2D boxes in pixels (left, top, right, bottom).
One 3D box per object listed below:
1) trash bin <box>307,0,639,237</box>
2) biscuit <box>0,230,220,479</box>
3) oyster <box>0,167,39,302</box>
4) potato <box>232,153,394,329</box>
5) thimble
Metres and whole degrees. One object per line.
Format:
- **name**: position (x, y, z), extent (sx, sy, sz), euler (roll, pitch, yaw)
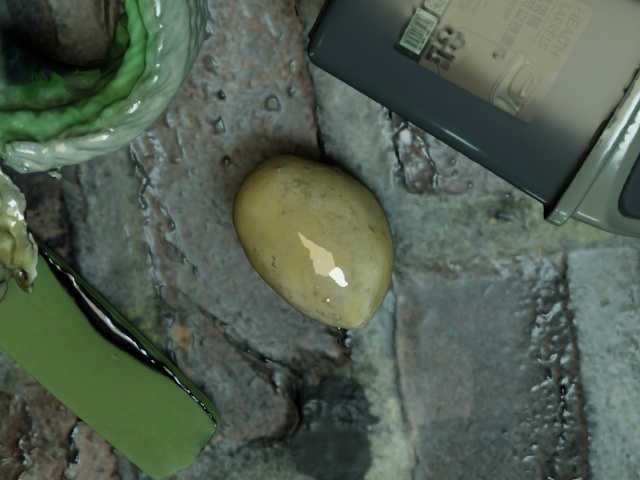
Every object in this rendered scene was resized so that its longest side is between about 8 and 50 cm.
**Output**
- **trash bin**: position (0.154, -0.144, 1.172), extent (0.290, 0.182, 0.209), euler (29, 110, 0)
- **biscuit**: position (-0.215, 0.069, 1.349), extent (0.322, 0.038, 0.099), euler (43, 112, -11)
- **oyster**: position (-0.333, 0.002, 1.242), extent (0.238, 0.114, 0.351), euler (32, 142, -7)
- **potato**: position (-0.002, -0.002, 1.275), extent (0.112, 0.112, 0.147), euler (-41, 95, 17)
- **thimble**: position (-0.192, -0.162, 1.204), extent (0.219, 0.150, 0.219), euler (1, 109, 4)
